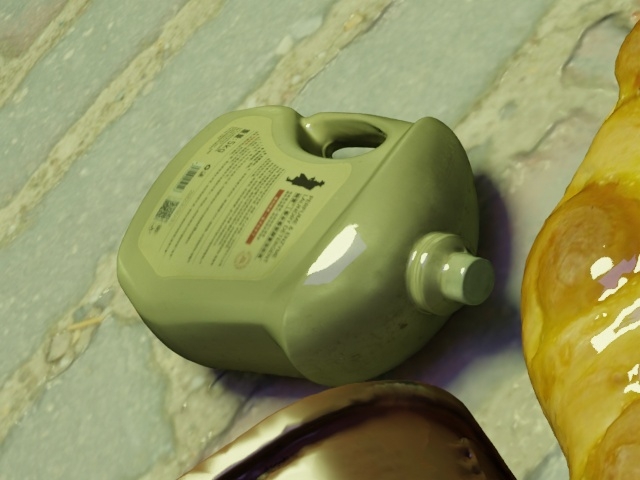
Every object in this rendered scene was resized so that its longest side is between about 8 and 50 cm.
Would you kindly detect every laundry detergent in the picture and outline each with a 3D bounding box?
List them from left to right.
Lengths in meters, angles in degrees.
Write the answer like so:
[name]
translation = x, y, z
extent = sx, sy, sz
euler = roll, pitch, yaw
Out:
[laundry detergent]
translation = 0.000, 0.000, 0.729
extent = 0.253, 0.091, 0.181
euler = 11, 61, 49

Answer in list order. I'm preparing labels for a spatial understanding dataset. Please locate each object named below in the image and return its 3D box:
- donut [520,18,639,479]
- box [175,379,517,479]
[donut]
translation = 0.206, 0.004, 0.428
extent = 0.299, 0.150, 0.317
euler = -9, 54, 63
[box]
translation = -0.024, 0.249, 0.354
extent = 0.339, 0.239, 0.229
euler = -35, 42, 1
